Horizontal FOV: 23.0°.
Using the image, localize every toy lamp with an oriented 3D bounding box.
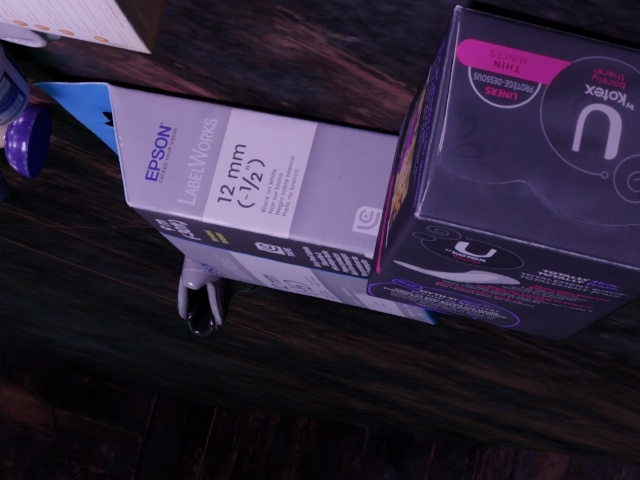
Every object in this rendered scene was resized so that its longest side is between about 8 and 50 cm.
[{"bbox_3d":[-0.392,-0.121,1.465,0.275,0.080,0.080,11,168,4],"label":"toy lamp"}]

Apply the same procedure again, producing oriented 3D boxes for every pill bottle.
[{"bbox_3d":[-0.282,-0.137,1.271,0.067,0.067,0.120,13,168,8],"label":"pill bottle"}]

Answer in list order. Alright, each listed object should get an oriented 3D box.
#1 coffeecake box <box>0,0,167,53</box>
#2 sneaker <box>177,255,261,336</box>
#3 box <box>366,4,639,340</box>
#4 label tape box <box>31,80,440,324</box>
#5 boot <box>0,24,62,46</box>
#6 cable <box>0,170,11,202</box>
[{"bbox_3d":[-0.196,-0.183,0.944,0.185,0.068,0.142,12,168,10],"label":"coffeecake box"},{"bbox_3d":[-0.115,0.052,1.797,0.086,0.132,0.229,10,167,20],"label":"sneaker"},{"bbox_3d":[0.134,-0.034,1.059,0.165,0.143,0.270,13,168,-3],"label":"box"},{"bbox_3d":[-0.066,-0.033,1.390,0.348,0.115,0.249,10,168,14],"label":"label tape box"},{"bbox_3d":[-0.304,-0.153,1.078,0.258,0.123,0.095,19,168,-21],"label":"boot"},{"bbox_3d":[-0.386,-0.058,1.566,0.139,0.072,0.287,-19,-172,-14],"label":"cable"}]
